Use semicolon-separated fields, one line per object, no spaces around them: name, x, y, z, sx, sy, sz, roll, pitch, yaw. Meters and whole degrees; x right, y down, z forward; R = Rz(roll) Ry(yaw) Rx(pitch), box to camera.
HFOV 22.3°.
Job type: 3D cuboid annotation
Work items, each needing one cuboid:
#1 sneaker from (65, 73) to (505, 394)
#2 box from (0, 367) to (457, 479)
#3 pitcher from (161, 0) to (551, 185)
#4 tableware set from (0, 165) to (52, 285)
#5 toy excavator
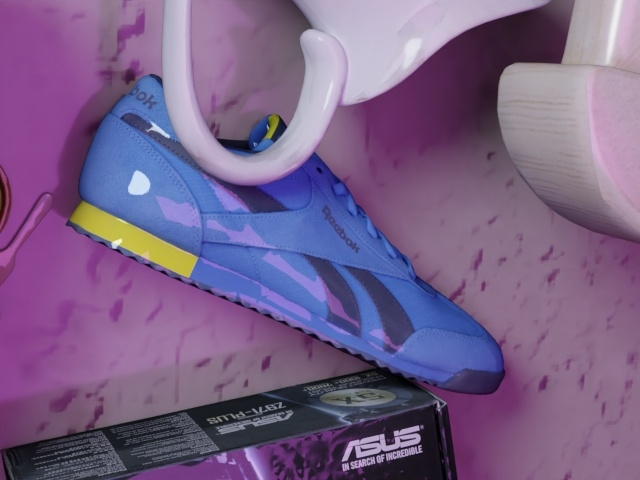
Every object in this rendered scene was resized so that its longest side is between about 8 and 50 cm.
sneaker;0.000;0.000;0.685;0.209;0.069;0.082;26;86;-18
box;-0.032;0.147;0.692;0.180;0.077;0.147;-10;100;-15
pitcher;-0.020;-0.141;0.623;0.178;0.125;0.207;-43;116;-24
tableware set;-0.192;-0.012;0.648;0.154;0.024;0.104;33;88;-19
toy excavator;0.250;-0.247;0.641;0.445;0.222;0.433;-16;101;-14
